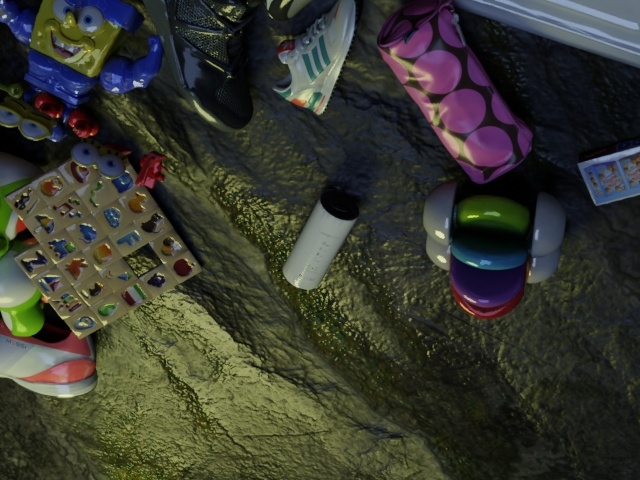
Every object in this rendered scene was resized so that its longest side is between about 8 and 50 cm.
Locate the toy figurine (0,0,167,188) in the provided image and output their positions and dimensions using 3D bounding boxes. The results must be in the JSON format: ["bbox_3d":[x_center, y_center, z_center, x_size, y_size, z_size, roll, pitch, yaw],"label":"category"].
[{"bbox_3d":[-0.300,-0.238,1.229,0.362,0.191,0.217,28,100,3],"label":"toy figurine"}]

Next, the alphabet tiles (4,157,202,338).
[{"bbox_3d":[-0.298,0.002,1.399,0.198,0.009,0.237,-29,122,2],"label":"alphabet tiles"}]

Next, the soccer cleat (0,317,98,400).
[{"bbox_3d":[-0.486,0.154,1.600,0.318,0.108,0.117,8,109,13],"label":"soccer cleat"}]

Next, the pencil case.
[{"bbox_3d":[0.151,-0.163,1.147,0.098,0.095,0.209,-25,119,29],"label":"pencil case"}]

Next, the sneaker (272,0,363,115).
[{"bbox_3d":[-0.007,-0.213,1.175,0.075,0.057,0.161,18,134,-5],"label":"sneaker"}]

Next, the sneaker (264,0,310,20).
[{"bbox_3d":[0.055,-0.286,1.059,0.271,0.100,0.108,-26,103,32],"label":"sneaker"}]

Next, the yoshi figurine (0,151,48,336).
[{"bbox_3d":[-0.486,0.000,1.416,0.202,0.204,0.362,9,132,23],"label":"yoshi figurine"}]

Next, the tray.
[{"bbox_3d":[0.258,-0.261,1.075,0.270,0.030,0.145,19,130,2],"label":"tray"}]

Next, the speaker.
[{"bbox_3d":[0.000,0.000,1.345,0.055,0.055,0.136,25,131,-4],"label":"speaker"}]

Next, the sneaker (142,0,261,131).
[{"bbox_3d":[-0.105,-0.225,1.176,0.130,0.087,0.228,-5,121,28],"label":"sneaker"}]

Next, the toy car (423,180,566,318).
[{"bbox_3d":[0.196,0.018,1.226,0.159,0.136,0.182,9,158,11],"label":"toy car"}]

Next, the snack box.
[{"bbox_3d":[0.381,-0.090,1.178,0.178,0.022,0.064,-15,122,27],"label":"snack box"}]
